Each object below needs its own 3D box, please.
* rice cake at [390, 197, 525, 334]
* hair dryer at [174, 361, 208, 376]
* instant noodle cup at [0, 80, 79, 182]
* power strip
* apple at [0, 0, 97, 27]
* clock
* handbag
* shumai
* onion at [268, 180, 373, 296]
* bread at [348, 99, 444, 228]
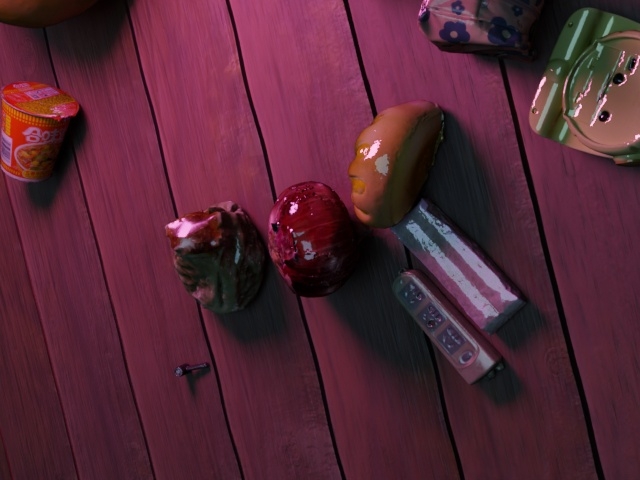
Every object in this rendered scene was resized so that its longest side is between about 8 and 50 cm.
[{"bbox_3d":[0.267,0.043,1.620,0.298,0.050,0.106,49,117,16],"label":"rice cake"},{"bbox_3d":[-0.310,0.311,2.006,0.083,0.047,0.026,-12,91,17],"label":"hair dryer"},{"bbox_3d":[-0.729,-0.267,2.097,0.193,0.193,0.212,35,121,22],"label":"instant noodle cup"},{"bbox_3d":[0.248,0.166,1.653,0.286,0.048,0.080,50,117,16],"label":"power strip"},{"bbox_3d":[-0.674,-0.718,1.845,0.473,0.473,0.474,5,100,30],"label":"apple"},{"bbox_3d":[0.515,-0.240,1.366,0.308,0.096,0.235,33,111,40],"label":"clock"},{"bbox_3d":[0.295,-0.407,1.430,0.193,0.251,0.190,22,100,16],"label":"handbag"},{"bbox_3d":[-0.256,0.047,1.834,0.225,0.222,0.261,4,104,27],"label":"shumai"},{"bbox_3d":[0.000,0.000,1.687,0.219,0.252,0.252,-4,97,-13],"label":"onion"},{"bbox_3d":[0.131,-0.169,1.603,0.158,0.156,0.261,21,71,28],"label":"bread"}]
